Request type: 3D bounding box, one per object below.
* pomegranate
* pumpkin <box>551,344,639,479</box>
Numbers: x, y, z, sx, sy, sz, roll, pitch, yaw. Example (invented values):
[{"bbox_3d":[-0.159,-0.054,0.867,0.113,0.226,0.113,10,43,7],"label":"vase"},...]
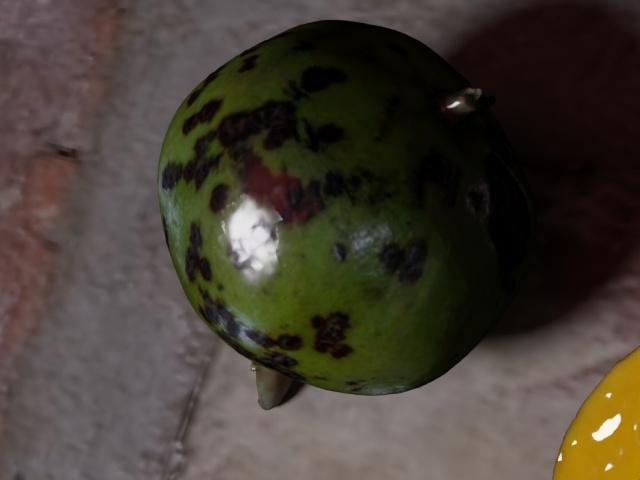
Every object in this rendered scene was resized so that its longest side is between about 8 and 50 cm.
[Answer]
[{"bbox_3d":[0.000,0.000,0.526,0.161,0.122,0.122,-54,45,47],"label":"pomegranate"},{"bbox_3d":[0.136,0.109,0.383,0.119,0.108,0.183,-23,69,36],"label":"pumpkin"}]
